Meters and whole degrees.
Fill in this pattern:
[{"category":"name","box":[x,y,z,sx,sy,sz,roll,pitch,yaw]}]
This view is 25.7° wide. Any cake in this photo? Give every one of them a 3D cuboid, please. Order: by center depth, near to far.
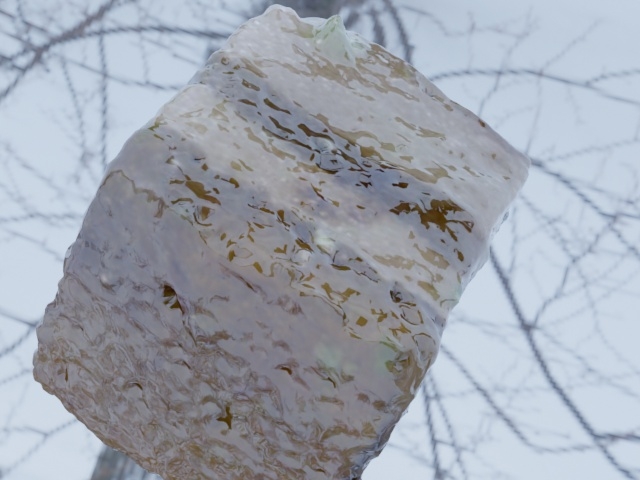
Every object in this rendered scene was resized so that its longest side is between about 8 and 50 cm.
[{"category":"cake","box":[0.000,0.000,0.801,0.196,0.293,0.199,32,132,8]}]
